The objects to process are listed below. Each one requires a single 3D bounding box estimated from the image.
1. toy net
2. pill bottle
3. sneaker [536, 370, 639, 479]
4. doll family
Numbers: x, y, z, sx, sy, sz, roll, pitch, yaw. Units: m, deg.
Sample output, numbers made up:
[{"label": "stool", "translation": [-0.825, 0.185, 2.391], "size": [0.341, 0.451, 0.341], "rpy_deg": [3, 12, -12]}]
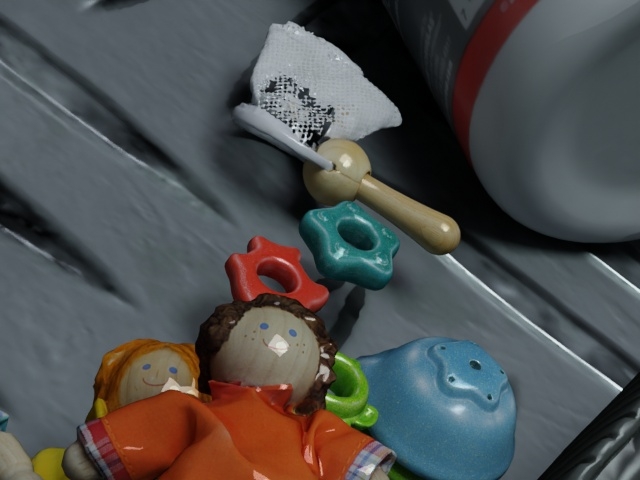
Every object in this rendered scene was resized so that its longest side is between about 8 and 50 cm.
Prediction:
[{"label": "toy net", "translation": [0.000, 0.000, 0.687], "size": [0.122, 0.045, 0.232], "rpy_deg": [5, 44, -31]}, {"label": "pill bottle", "translation": [0.108, -0.194, 0.841], "size": [0.210, 0.210, 0.363], "rpy_deg": [4, 46, -34]}, {"label": "sneaker", "translation": [0.184, 0.100, 0.645], "size": [0.331, 0.122, 0.146], "rpy_deg": [-17, 62, -49]}, {"label": "doll family", "translation": [-0.109, 0.073, 0.486], "size": [0.263, 0.118, 0.163], "rpy_deg": [10, 46, -2]}]
